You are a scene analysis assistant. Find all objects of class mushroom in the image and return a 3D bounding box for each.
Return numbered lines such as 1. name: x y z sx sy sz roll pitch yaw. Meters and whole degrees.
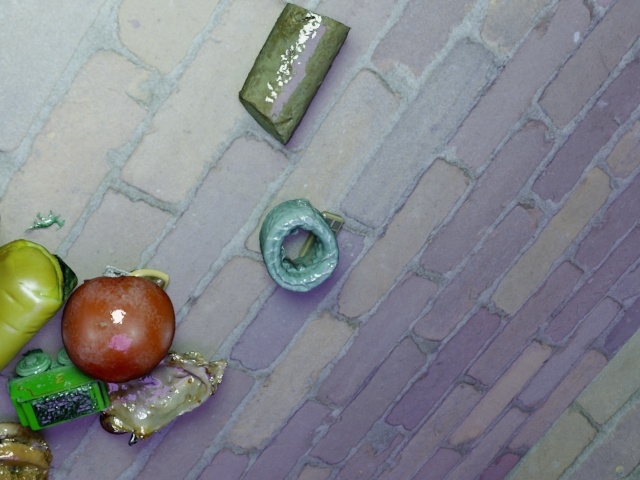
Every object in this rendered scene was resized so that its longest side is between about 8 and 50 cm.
1. mushroom: -0.558 0.491 1.767 0.123 0.052 0.123 -12 118 -23

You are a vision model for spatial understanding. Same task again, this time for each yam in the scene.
1. yam: -0.069 -0.376 1.410 0.168 0.168 0.304 23 106 -34

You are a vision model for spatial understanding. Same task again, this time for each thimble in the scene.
1. thimble: -0.057 0.005 1.639 0.198 0.143 0.235 0 115 -15

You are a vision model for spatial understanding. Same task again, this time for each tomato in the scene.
1. tomato: -0.479 0.213 1.489 0.264 0.265 0.265 -12 123 -19

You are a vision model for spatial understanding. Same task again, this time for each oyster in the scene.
1. oyster: -0.440 0.383 1.720 0.361 0.096 0.221 -31 105 -7

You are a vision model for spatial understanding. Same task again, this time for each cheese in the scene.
1. cheese: -0.468 0.098 1.584 0.162 0.036 0.086 25 105 -35

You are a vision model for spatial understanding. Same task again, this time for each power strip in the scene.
1. power strip: 0.000 0.000 1.750 0.076 0.028 0.169 16 111 -33

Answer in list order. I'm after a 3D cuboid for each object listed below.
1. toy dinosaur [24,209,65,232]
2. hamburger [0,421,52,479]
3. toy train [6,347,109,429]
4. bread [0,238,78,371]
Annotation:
1. toy dinosaur: -0.628 -0.037 1.439 0.083 0.021 0.062 -43 140 2
2. hamburger: -0.813 0.611 1.621 0.260 0.211 0.245 -38 135 7
3. toy train: -0.647 0.359 1.563 0.243 0.188 0.133 -13 123 -16
4. bread: -0.718 0.164 1.386 0.376 0.251 0.208 -42 111 6
